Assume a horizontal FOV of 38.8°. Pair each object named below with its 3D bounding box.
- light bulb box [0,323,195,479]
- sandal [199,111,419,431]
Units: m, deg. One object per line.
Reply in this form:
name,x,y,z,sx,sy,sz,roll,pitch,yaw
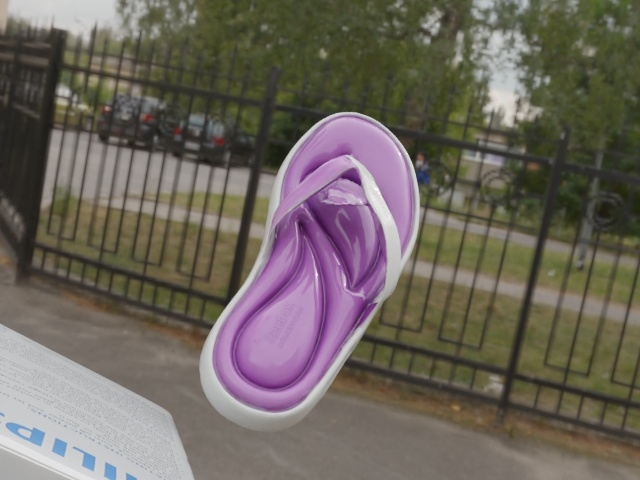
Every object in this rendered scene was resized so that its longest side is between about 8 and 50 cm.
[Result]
light bulb box,-0.272,0.272,0.668,0.225,0.358,0.361,29,-4,-13
sandal,0.014,0.006,0.925,0.169,0.416,0.102,23,-37,-3
